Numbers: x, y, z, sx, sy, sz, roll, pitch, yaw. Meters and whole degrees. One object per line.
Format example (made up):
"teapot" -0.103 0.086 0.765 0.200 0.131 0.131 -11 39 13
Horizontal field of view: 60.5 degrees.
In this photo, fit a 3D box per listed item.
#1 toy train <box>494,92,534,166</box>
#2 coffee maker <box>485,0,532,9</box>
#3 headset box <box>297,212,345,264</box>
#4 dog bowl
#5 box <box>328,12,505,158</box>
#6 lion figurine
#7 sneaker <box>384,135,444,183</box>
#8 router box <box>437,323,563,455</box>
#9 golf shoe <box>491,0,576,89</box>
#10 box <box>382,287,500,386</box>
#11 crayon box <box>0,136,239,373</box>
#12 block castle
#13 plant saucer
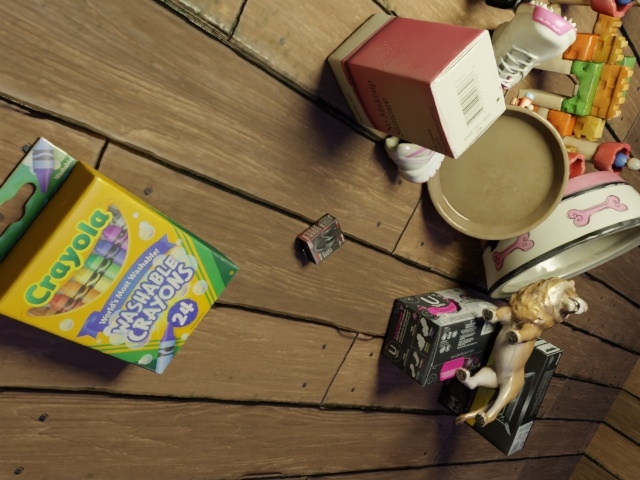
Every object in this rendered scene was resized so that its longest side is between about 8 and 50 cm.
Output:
"toy train" 0.383 -0.239 1.169 0.046 0.125 0.166 25 102 -7
"coffee maker" 0.383 -0.489 0.978 0.178 0.171 0.120 -29 113 -29
"headset box" 0.000 0.000 1.016 0.083 0.032 0.062 -39 133 -20
"dog bowl" 0.560 -0.010 1.285 0.408 0.150 0.408 -17 160 -6
"box" 0.148 -0.248 0.865 0.127 0.232 0.148 -45 134 -12
"lion figurine" 0.452 0.259 1.287 0.240 0.142 0.392 -3 123 -43
"sneaker" 0.210 -0.234 1.018 0.111 0.103 0.252 27 93 -47
"router box" 0.468 0.368 1.467 0.081 0.243 0.308 -3 115 -40
"golf shoe" 0.358 -0.332 0.990 0.140 0.115 0.306 -58 180 11
"box" 0.290 0.217 1.305 0.247 0.142 0.163 -4 114 -40
"crayon box" -0.291 0.038 0.753 0.203 0.083 0.323 -54 135 -4
"block castle" 0.632 -0.356 1.235 0.303 0.213 0.452 -15 122 -34
"plant saucer" 0.358 -0.138 1.127 0.041 0.278 0.277 -53 159 -71
